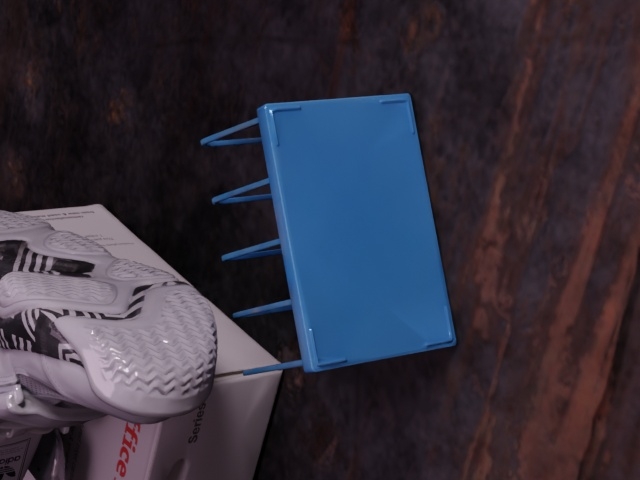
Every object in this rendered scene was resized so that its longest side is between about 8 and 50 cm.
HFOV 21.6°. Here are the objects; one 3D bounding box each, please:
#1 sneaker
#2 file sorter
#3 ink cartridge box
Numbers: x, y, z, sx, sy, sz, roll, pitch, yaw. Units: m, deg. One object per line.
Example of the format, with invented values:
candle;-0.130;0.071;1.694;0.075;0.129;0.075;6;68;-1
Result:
sneaker;-0.195;0.111;1.182;0.366;0.137;0.210;23;109;51
file sorter;0.000;0.000;1.118;0.104;0.118;0.170;-17;83;55
ink cartridge box;-0.169;0.122;1.341;0.273;0.114;0.198;38;123;41
